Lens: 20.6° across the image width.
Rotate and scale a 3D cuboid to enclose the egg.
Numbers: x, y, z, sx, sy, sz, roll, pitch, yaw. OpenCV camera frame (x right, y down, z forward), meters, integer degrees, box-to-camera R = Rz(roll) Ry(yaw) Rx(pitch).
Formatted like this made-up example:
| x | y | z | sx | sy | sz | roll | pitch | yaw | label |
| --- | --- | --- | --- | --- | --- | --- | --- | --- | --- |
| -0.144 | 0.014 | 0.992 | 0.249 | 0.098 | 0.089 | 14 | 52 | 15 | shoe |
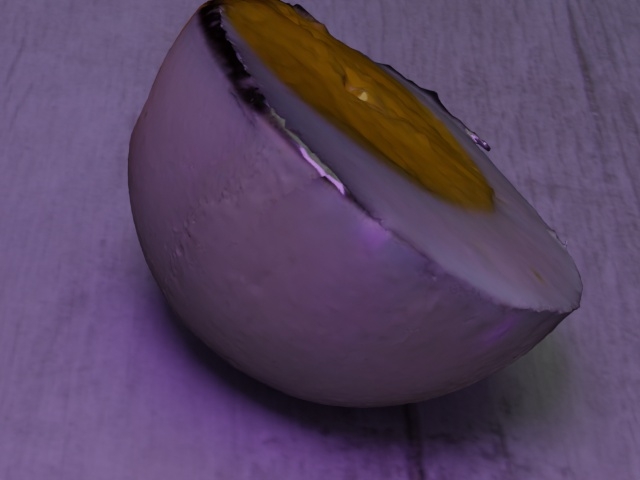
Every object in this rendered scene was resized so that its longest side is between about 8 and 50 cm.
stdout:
| x | y | z | sx | sy | sz | roll | pitch | yaw | label |
| --- | --- | --- | --- | --- | --- | --- | --- | --- | --- |
| 0.000 | 0.000 | 1.140 | 0.337 | 0.201 | 0.337 | 33 | 20 | -14 | egg |
